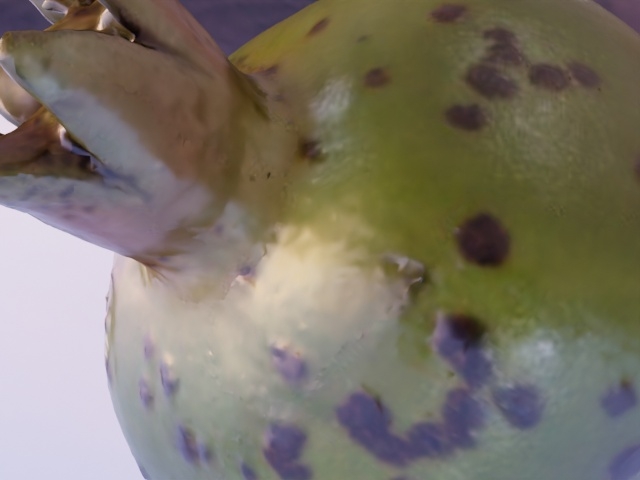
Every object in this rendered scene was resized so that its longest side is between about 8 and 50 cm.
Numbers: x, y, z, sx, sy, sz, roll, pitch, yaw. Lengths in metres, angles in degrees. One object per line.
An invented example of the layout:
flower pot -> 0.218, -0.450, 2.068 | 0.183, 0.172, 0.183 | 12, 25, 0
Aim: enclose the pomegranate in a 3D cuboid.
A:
pomegranate -> -0.003, 0.012, 0.615 | 0.285, 0.231, 0.231 | 11, -170, -17
